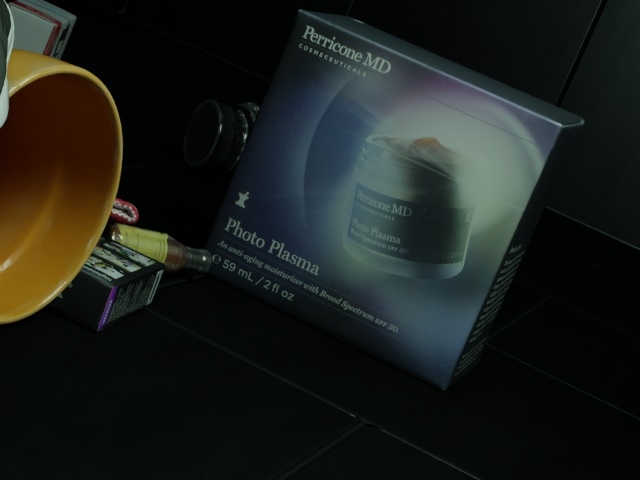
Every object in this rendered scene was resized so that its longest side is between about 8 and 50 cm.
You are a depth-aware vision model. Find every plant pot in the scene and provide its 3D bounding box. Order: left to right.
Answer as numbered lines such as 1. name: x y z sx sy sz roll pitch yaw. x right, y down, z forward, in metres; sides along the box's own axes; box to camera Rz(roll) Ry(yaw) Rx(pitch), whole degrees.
1. plant pot: -0.289 -0.063 1.191 0.188 0.205 0.205 22 9 26

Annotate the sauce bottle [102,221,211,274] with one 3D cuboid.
1. sauce bottle: -0.163 0.011 1.495 0.128 0.042 0.042 15 13 -44

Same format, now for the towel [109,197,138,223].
1. towel: -0.280 -0.058 1.470 0.198 0.031 0.275 20 -1 -14

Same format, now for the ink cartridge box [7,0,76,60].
1. ink cartridge box: -0.392 -0.253 2.061 0.072 0.127 0.175 23 11 -5

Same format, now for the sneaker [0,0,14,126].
1. sneaker: -0.266 -0.193 1.069 0.104 0.147 0.296 -6 30 -14

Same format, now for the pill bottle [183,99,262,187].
1. pill bottle: -0.069 -0.118 2.086 0.219 0.123 0.123 15 13 -33

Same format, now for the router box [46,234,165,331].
1. router box: -0.238 0.012 1.325 0.178 0.046 0.133 24 11 10

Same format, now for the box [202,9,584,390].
1. box: 0.073 -0.049 1.596 0.296 0.294 0.182 25 11 13
